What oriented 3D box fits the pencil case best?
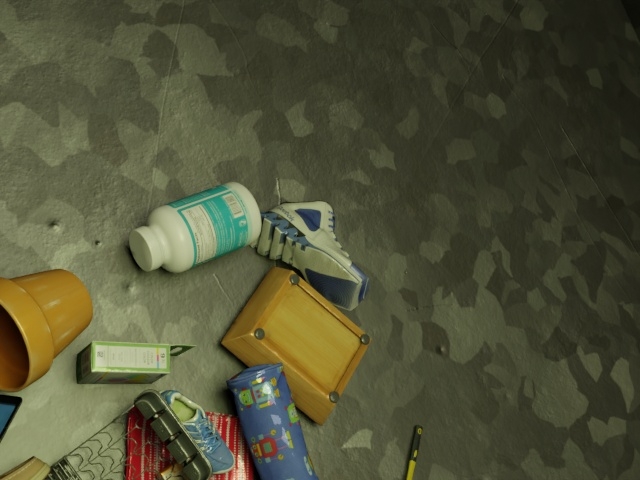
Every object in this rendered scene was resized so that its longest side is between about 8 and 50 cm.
[{"bbox_3d":[-0.087,0.398,1.756,0.133,0.119,0.306,-19,90,-68],"label":"pencil case"}]

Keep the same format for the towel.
[{"bbox_3d":[-0.256,0.434,1.724,0.274,0.031,0.199,12,65,-26],"label":"towel"}]

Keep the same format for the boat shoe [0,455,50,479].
[{"bbox_3d":[-0.620,0.446,1.449,0.341,0.121,0.110,-28,87,-34],"label":"boat shoe"}]

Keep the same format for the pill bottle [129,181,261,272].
[{"bbox_3d":[-0.266,-0.022,1.834,0.264,0.146,0.146,-23,83,-35],"label":"pill bottle"}]

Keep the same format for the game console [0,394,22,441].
[{"bbox_3d":[-0.609,0.316,1.540,0.107,0.071,0.122,31,57,-16],"label":"game console"}]

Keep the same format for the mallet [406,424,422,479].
[{"bbox_3d":[0.215,0.512,1.967,0.062,0.039,0.190,34,53,-13],"label":"mallet"}]

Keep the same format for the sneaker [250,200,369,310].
[{"bbox_3d":[-0.001,-0.001,1.958,0.315,0.127,0.182,35,46,17],"label":"sneaker"}]

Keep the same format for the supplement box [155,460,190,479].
[{"bbox_3d":[-0.263,0.472,1.665,0.062,0.036,0.098,-31,91,-35],"label":"supplement box"}]

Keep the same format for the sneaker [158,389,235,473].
[{"bbox_3d":[-0.244,0.374,1.686,0.211,0.081,0.080,46,54,-9],"label":"sneaker"}]

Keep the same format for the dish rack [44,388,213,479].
[{"bbox_3d":[-0.362,0.432,1.599,0.271,0.074,0.208,-37,85,-3],"label":"dish rack"}]

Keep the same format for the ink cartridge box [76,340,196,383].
[{"bbox_3d":[-0.358,0.240,1.695,0.209,0.109,0.062,5,68,-29],"label":"ink cartridge box"}]

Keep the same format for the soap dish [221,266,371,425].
[{"bbox_3d":[-0.040,0.221,1.884,0.291,0.118,0.229,41,55,-11],"label":"soap dish"}]

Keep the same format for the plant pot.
[{"bbox_3d":[-0.530,0.144,1.594,0.205,0.205,0.188,56,39,1],"label":"plant pot"}]
